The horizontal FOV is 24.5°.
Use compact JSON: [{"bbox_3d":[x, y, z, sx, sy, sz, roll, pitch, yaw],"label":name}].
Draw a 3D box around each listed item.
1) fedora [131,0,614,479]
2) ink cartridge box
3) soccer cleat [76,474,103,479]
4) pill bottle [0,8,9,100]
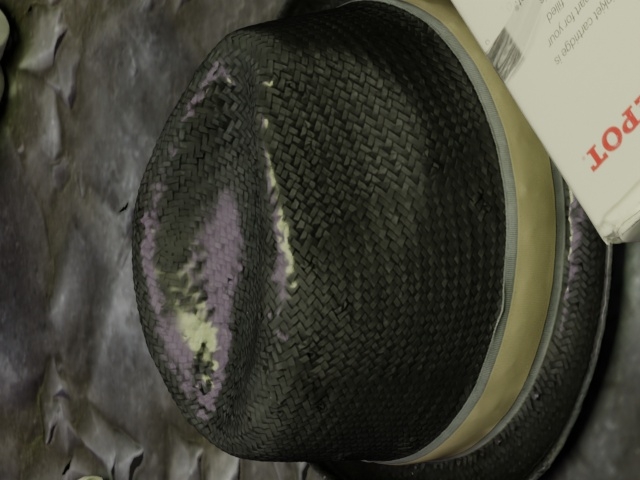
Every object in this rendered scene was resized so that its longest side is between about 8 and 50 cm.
[{"bbox_3d":[0.000,0.000,0.785,0.334,0.152,0.334,12,105,49],"label":"fedora"},{"bbox_3d":[0.141,-0.131,0.636,0.158,0.092,0.218,-51,56,41],"label":"ink cartridge box"},{"bbox_3d":[-0.162,0.270,1.102,0.076,0.068,0.196,-48,57,40],"label":"soccer cleat"},{"bbox_3d":[-0.317,-0.115,1.197,0.108,0.108,0.180,57,135,28],"label":"pill bottle"}]
